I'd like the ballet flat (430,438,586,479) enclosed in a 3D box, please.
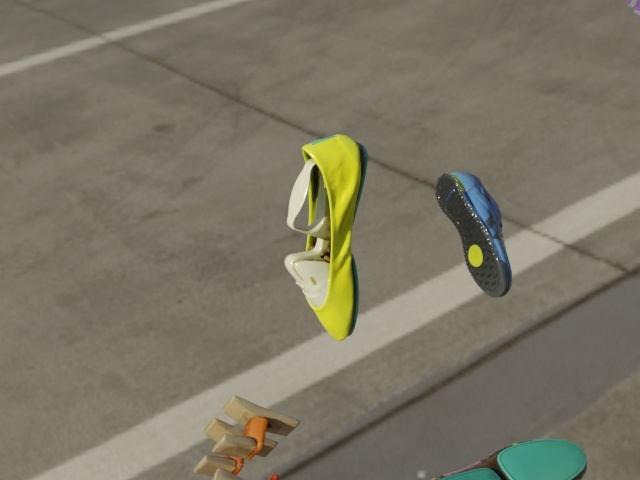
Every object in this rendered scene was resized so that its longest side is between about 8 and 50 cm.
[{"bbox_3d":[0.204,0.288,1.073,0.221,0.079,0.077,-12,45,-27],"label":"ballet flat"}]

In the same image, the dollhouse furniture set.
[{"bbox_3d":[-0.107,0.365,1.134,0.135,0.259,0.262,22,50,-13],"label":"dollhouse furniture set"}]

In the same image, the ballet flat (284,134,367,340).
[{"bbox_3d":[0.000,0.000,1.008,0.077,0.231,0.077,-4,18,-28],"label":"ballet flat"}]

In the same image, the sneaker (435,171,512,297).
[{"bbox_3d":[0.239,-0.014,1.339,0.082,0.069,0.209,-1,54,-30],"label":"sneaker"}]

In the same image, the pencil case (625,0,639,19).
[{"bbox_3d":[0.424,-0.256,1.104,0.088,0.206,0.086,-43,9,-38],"label":"pencil case"}]
